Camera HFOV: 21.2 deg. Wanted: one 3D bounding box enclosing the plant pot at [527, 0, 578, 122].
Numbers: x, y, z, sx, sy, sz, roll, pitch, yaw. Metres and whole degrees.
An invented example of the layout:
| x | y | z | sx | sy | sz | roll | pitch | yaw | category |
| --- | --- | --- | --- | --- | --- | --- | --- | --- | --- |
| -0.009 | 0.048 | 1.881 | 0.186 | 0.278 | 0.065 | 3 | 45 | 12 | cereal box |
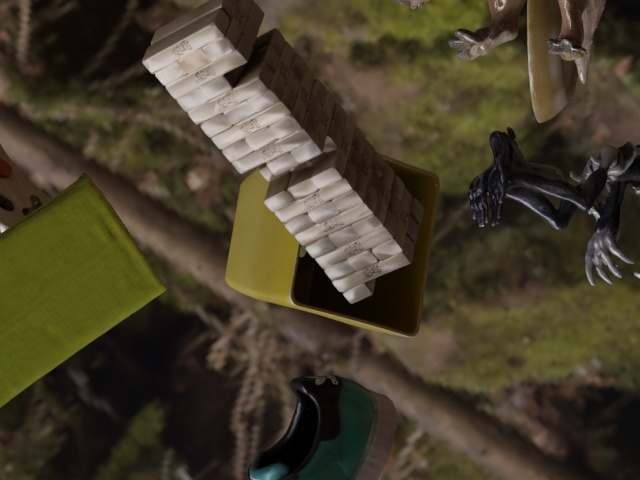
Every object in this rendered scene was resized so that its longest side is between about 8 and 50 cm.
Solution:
| x | y | z | sx | sy | sz | roll | pitch | yaw | category |
| --- | --- | --- | --- | --- | --- | --- | --- | --- | --- |
| 0.240 | -0.236 | 1.719 | 0.032 | 0.236 | 0.236 | 2 | 147 | 14 | plant pot |

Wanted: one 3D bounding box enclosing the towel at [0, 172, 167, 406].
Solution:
| x | y | z | sx | sy | sz | roll | pitch | yaw | category |
| --- | --- | --- | --- | --- | --- | --- | --- | --- | --- |
| -0.216 | 0.061 | 1.052 | 0.102 | 0.237 | 0.021 | 59 | 172 | -34 | towel |

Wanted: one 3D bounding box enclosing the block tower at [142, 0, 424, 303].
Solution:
| x | y | z | sx | sy | sz | roll | pitch | yaw | category |
| --- | --- | --- | --- | --- | --- | --- | --- | --- | --- |
| -0.025 | -0.094 | 1.664 | 0.335 | 0.097 | 0.091 | 51 | -148 | -27 | block tower |

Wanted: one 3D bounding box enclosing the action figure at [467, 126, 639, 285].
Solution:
| x | y | z | sx | sy | sz | roll | pitch | yaw | category |
| --- | --- | --- | --- | --- | --- | --- | --- | --- | --- |
| 0.276 | -0.027 | 1.528 | 0.164 | 0.276 | 0.141 | 141 | 134 | -78 | action figure |

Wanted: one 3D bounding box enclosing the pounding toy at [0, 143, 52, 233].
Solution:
| x | y | z | sx | sy | sz | roll | pitch | yaw | category |
| --- | --- | --- | --- | --- | --- | --- | --- | --- | --- |
| -0.364 | -0.064 | 1.951 | 0.154 | 0.155 | 0.269 | 6 | -132 | -46 | pounding toy |

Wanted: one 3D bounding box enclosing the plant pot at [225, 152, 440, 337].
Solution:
| x | y | z | sx | sy | sz | roll | pitch | yaw | category |
| --- | --- | --- | --- | --- | --- | --- | --- | --- | --- |
| 0.000 | 0.000 | 2.151 | 0.212 | 0.212 | 0.187 | 17 | 167 | -37 | plant pot |

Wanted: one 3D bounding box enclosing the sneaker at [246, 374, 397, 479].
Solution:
| x | y | z | sx | sy | sz | roll | pitch | yaw | category |
| --- | --- | --- | --- | --- | --- | --- | --- | --- | --- |
| -0.033 | 0.276 | 1.687 | 0.121 | 0.302 | 0.108 | 24 | 171 | -28 | sneaker |

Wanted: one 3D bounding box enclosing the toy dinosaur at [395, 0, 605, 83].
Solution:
| x | y | z | sx | sy | sz | roll | pitch | yaw | category |
| --- | --- | --- | --- | --- | --- | --- | --- | --- | --- |
| 0.152 | -0.254 | 1.304 | 0.296 | 0.200 | 0.127 | 38 | 155 | -24 | toy dinosaur |
